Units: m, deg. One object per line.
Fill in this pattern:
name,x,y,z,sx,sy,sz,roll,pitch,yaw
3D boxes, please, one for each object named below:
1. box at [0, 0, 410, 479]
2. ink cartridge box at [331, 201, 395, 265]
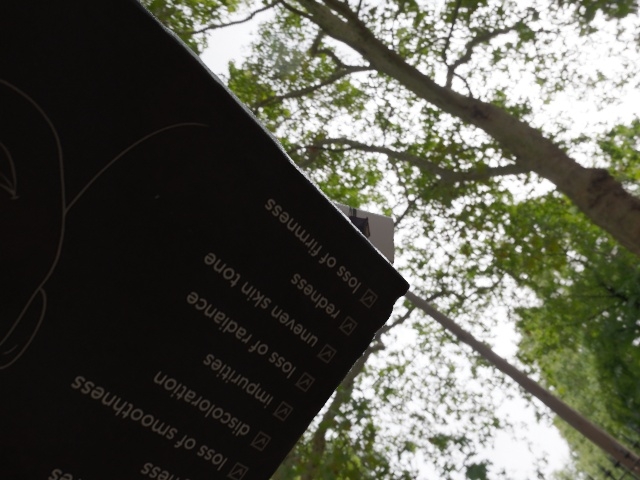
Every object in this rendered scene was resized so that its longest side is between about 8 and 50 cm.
box,-0.269,0.057,0.439,0.480,0.297,0.471,45,-104,-30
ink cartridge box,0.000,0.000,1.038,0.237,0.172,0.100,13,-110,-29
